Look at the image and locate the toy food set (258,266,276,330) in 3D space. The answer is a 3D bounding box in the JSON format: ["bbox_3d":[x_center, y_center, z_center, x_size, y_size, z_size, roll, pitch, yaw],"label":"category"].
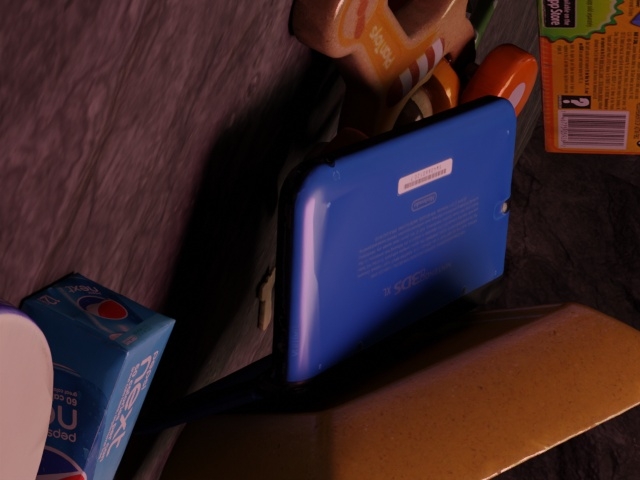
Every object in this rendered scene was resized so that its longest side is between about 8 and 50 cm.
[{"bbox_3d":[0.000,0.000,1.475,0.192,0.038,0.132,-60,170,-24],"label":"toy food set"}]

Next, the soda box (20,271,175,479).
[{"bbox_3d":[-0.157,0.130,0.863,0.210,0.067,0.071,-68,170,17],"label":"soda box"}]

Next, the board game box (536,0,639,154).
[{"bbox_3d":[0.379,-0.303,1.353,0.356,0.356,0.356,65,29,-68],"label":"board game box"}]

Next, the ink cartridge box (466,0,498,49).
[{"bbox_3d":[0.160,-0.287,1.522,0.209,0.062,0.109,-65,169,0],"label":"ink cartridge box"}]

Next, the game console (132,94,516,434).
[{"bbox_3d":[0.004,0.018,1.183,0.293,0.173,0.250,-24,123,-50],"label":"game console"}]

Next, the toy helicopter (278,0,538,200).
[{"bbox_3d":[0.037,-0.124,1.209,0.235,0.140,0.355,-55,159,-4],"label":"toy helicopter"}]

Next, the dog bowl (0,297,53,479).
[{"bbox_3d":[-0.198,0.117,0.491,0.265,0.104,0.265,-61,170,-18],"label":"dog bowl"}]

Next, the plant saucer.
[{"bbox_3d":[0.055,0.127,1.172,0.332,0.081,0.332,-21,-175,-28],"label":"plant saucer"}]
